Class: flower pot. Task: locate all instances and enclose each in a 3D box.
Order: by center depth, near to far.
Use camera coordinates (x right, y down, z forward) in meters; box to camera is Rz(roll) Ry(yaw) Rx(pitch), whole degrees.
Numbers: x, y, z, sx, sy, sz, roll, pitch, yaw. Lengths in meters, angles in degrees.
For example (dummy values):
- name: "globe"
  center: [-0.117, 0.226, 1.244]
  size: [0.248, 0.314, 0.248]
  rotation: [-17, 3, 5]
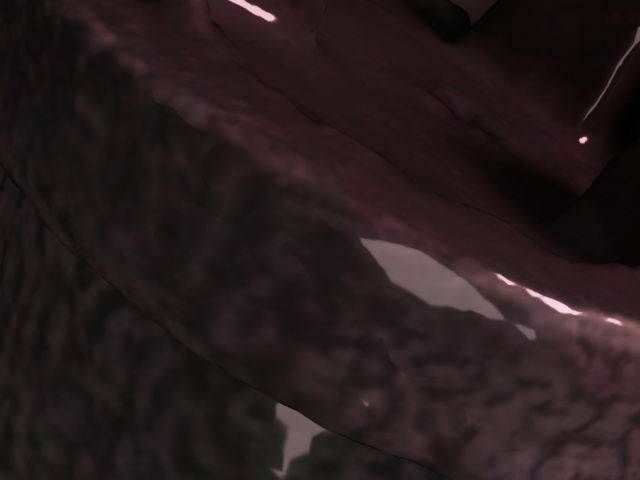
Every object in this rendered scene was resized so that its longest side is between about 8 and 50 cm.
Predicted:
- name: "flower pot"
  center: [0.000, 0.000, 0.482]
  size: [0.299, 0.299, 0.283]
  rotation: [26, 111, -12]
